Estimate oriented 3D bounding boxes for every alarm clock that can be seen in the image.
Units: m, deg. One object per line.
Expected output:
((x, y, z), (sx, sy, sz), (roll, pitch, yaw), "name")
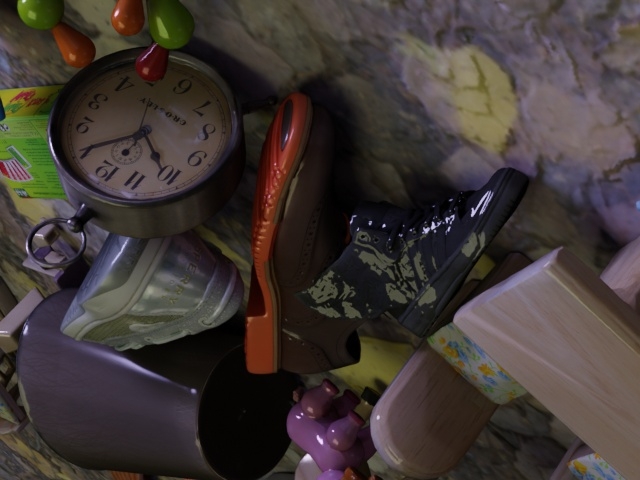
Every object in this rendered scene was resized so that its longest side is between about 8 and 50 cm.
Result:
((-0.127, -0.051, 0.917), (0.129, 0.192, 0.064), (32, 152, 17), "alarm clock")

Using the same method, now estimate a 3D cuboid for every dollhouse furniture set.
((-0.300, 0.042, 1.346), (0.081, 0.114, 0.091), (17, 147, 43), "dollhouse furniture set")
((0.228, 0.179, 0.752), (0.394, 0.256, 0.362), (42, 152, -4), "dollhouse furniture set")
((-0.419, 0.120, 1.611), (0.161, 0.101, 0.182), (16, 144, 37), "dollhouse furniture set")

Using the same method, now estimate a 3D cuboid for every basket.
((-0.144, 0.143, 1.271), (0.227, 0.154, 0.204), (3, 133, 43), "basket")

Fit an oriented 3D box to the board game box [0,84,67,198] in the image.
((-0.219, -0.081, 1.142), (0.181, 0.043, 0.092), (4, 136, 48), "board game box")

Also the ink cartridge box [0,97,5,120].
((-0.300, -0.189, 0.973), (0.203, 0.086, 0.148), (88, 162, -55), "ink cartridge box")

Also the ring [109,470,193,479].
((-0.123, 0.339, 1.646), (0.336, 0.032, 0.336), (30, 151, 19), "ring")

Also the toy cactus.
((-0.143, -0.210, 0.834), (0.219, 0.112, 0.180), (47, 133, -8), "toy cactus")

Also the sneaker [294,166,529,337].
((0.056, 0.000, 0.872), (0.089, 0.051, 0.170), (36, 129, 8), "sneaker")

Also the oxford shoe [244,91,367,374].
((0.000, 0.000, 0.976), (0.098, 0.097, 0.271), (5, 142, -1), "oxford shoe")

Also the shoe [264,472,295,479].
((-0.002, 0.283, 1.390), (0.081, 0.063, 0.178), (47, 157, -15), "shoe")

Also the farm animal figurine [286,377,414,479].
((0.056, 0.271, 1.019), (0.327, 0.172, 0.330), (42, -173, 4), "farm animal figurine")

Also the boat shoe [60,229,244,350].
((-0.137, 0.039, 1.105), (0.103, 0.118, 0.320), (29, 165, -9), "boat shoe")
